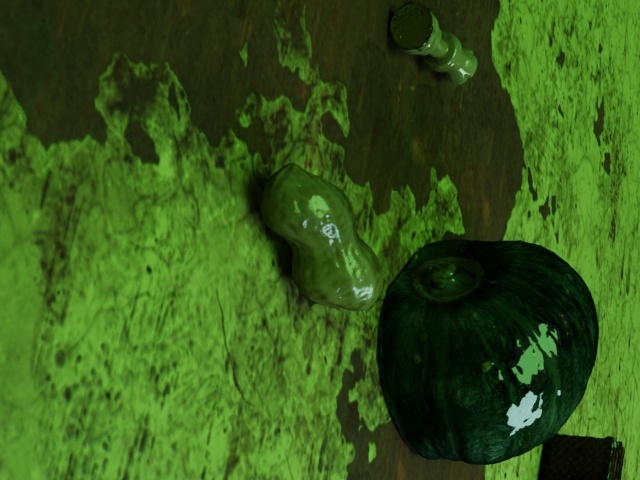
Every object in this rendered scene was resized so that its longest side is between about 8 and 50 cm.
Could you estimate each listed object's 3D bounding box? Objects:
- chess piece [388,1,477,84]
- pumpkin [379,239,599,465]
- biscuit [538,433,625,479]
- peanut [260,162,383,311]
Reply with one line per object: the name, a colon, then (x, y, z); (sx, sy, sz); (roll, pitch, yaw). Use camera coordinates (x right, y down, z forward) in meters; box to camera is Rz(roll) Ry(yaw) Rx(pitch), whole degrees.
chess piece: (0.141, -0.228, 1.617); (0.172, 0.060, 0.060); (23, 69, -60)
pumpkin: (0.222, 0.133, 1.603); (0.293, 0.197, 0.263); (-45, 129, -49)
biscuit: (0.363, 0.389, 1.923); (0.070, 0.106, 0.252); (48, 49, -50)
peanut: (-0.001, 0.002, 1.335); (0.193, 0.089, 0.089); (60, 40, -33)
